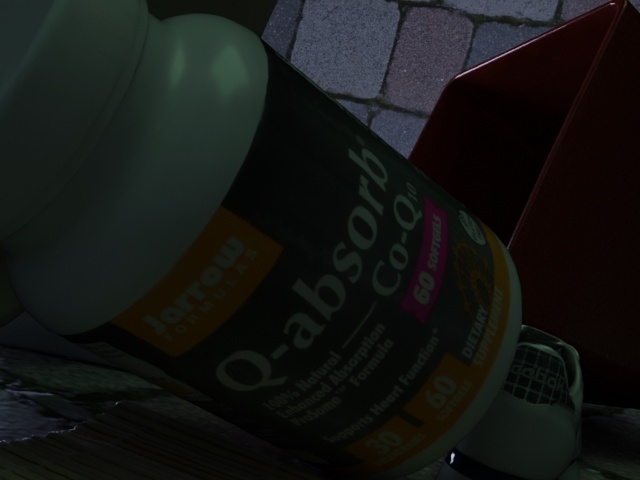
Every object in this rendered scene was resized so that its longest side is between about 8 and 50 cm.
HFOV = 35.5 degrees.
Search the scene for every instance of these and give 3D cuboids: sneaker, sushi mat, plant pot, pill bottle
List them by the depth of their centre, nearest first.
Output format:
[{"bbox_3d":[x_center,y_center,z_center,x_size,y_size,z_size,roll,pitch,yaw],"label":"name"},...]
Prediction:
[{"bbox_3d":[0.018,0.130,0.414,0.316,0.019,0.151,16,6,16],"label":"sushi mat"},{"bbox_3d":[-0.044,-0.004,0.474,0.278,0.162,0.162,34,-7,-34],"label":"pill bottle"},{"bbox_3d":[0.132,0.101,0.630,0.090,0.095,0.235,14,3,10],"label":"sneaker"},{"bbox_3d":[0.206,0.006,0.830,0.235,0.267,0.267,32,-15,-16],"label":"plant pot"}]

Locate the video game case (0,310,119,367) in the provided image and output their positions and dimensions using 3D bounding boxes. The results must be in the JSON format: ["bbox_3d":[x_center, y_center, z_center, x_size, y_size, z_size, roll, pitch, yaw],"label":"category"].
[{"bbox_3d":[-0.111,0.063,0.730,0.226,0.026,0.206,13,6,-11],"label":"video game case"}]

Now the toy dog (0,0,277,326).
[{"bbox_3d":[-0.240,-0.164,0.689,0.407,0.396,0.284,23,22,32],"label":"toy dog"}]
